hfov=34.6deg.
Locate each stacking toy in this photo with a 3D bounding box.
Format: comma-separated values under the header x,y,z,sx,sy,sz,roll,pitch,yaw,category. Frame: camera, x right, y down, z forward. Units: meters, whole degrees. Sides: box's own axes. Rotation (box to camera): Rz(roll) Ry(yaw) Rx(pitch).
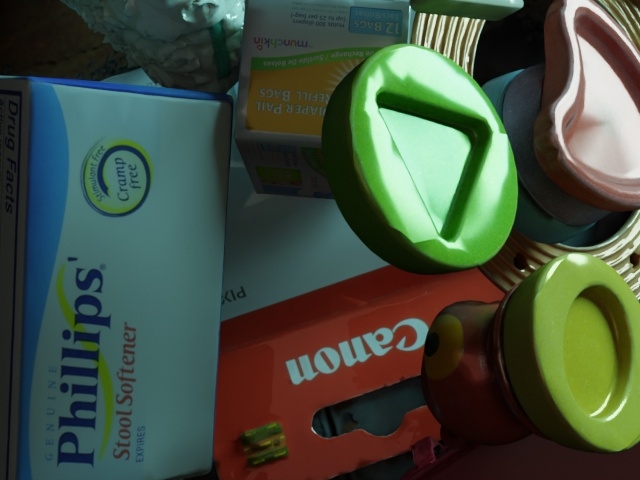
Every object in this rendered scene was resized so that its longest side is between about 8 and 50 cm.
x,y,z,sx,sy,sz,roll,pitch,yaw,category
0.097,-0.037,0.673,0.279,0.130,0.308,38,53,-24,stacking toy

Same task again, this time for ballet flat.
x,y,z,sx,sy,sz,roll,pitch,yaw,category
-0.171,-0.217,0.862,0.147,0.147,0.409,-38,39,-4,ballet flat

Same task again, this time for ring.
x,y,z,sx,sy,sz,roll,pitch,yaw,category
0.193,-0.102,0.834,0.337,0.032,0.336,6,80,-35,ring

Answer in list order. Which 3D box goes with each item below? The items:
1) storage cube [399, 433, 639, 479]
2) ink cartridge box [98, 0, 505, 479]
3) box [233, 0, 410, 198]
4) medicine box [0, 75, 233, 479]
x,y,z,sx,sy,sz,roll,pitch,yaw,category
0.183,0.208,0.770,0.193,0.184,0.215,-36,79,8,storage cube
0.000,0.000,0.884,0.308,0.091,0.384,-19,78,-1,ink cartridge box
0.003,-0.097,0.758,0.114,0.203,0.103,4,82,2,box
-0.204,0.015,0.750,0.149,0.289,0.263,-2,100,-38,medicine box
